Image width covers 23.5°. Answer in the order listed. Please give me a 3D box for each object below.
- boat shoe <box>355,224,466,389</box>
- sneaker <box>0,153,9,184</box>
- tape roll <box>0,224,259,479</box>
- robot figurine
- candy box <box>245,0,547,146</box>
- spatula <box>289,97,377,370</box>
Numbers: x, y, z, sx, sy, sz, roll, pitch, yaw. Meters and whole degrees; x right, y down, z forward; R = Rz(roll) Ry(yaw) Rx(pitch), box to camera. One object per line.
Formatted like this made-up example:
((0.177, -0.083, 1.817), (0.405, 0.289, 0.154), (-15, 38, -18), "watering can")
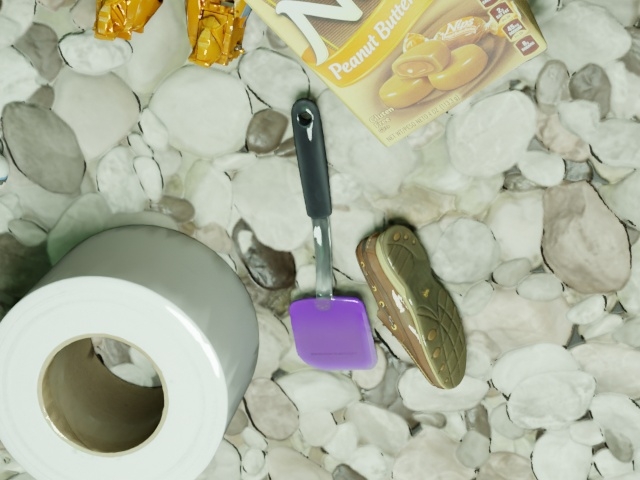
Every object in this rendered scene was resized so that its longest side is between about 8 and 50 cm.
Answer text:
((0.091, 0.069, 1.547), (0.060, 0.064, 0.178), (-15, 106, 45), "boat shoe")
((-0.417, -0.128, 1.550), (0.237, 0.085, 0.086), (29, 103, -4), "sneaker")
((-0.195, 0.123, 1.549), (0.246, 0.169, 0.246), (3, 107, 8), "tape roll")
((-0.125, -0.317, 1.426), (0.211, 0.085, 0.291), (15, 115, 12), "robot figurine")
((0.044, -0.235, 1.352), (0.183, 0.088, 0.316), (-32, 136, 17), "candy box")
((0.000, 0.000, 1.549), (0.084, 0.030, 0.297), (-3, 108, 13), "spatula")
